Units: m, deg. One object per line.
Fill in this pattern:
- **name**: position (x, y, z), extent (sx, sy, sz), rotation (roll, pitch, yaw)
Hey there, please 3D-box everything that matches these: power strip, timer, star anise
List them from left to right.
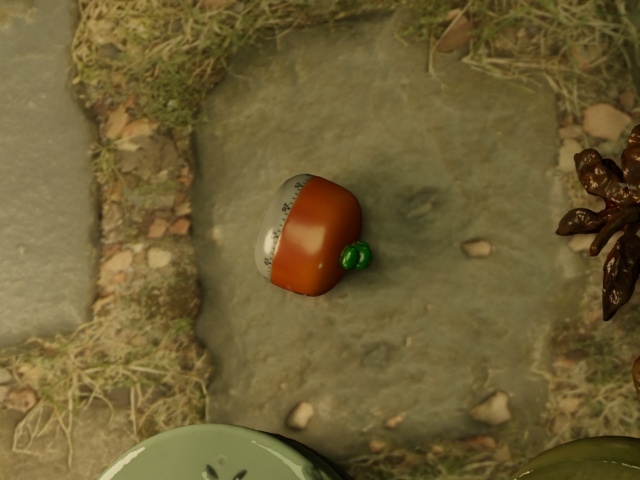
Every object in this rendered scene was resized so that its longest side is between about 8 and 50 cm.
- **power strip**: position (-0.105, 0.369, 1.941), extent (0.357, 0.161, 0.357), rotation (-4, 77, 16)
- **timer**: position (0.000, 0.000, 2.034), extent (0.136, 0.099, 0.136), rotation (0, 90, 11)
- **star anise**: position (0.342, -0.034, 1.944), extent (0.196, 0.111, 0.212), rotation (-8, 68, 7)

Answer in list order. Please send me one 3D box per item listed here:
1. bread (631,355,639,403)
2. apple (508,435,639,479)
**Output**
- **bread**: position (0.401, 0.098, 1.813), extent (0.142, 0.253, 0.227), rotation (33, 96, 22)
- **apple**: position (0.298, 0.337, 1.793), extent (0.257, 0.233, 0.295), rotation (1, 86, 10)
